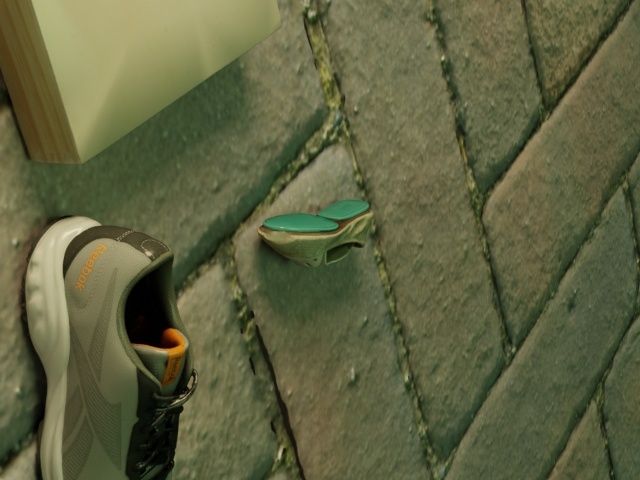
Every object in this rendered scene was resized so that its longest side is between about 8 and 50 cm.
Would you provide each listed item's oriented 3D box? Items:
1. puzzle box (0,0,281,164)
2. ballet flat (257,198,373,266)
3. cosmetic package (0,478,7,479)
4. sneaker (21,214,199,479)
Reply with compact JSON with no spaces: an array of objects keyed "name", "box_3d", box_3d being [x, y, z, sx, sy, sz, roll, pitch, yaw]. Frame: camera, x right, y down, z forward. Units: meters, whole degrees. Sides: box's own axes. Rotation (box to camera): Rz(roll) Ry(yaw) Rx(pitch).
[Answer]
[{"name":"puzzle box","box_3d":[-0.157,-0.292,0.943,0.272,0.052,0.409,-42,128,-47]},{"name":"ballet flat","box_3d":[0.000,0.000,1.226,0.168,0.057,0.052,-15,116,-56]},{"name":"cosmetic package","box_3d":[-0.257,0.190,0.778,0.231,0.117,0.085,-1,96,-59]},{"name":"sneaker","box_3d":[-0.138,0.118,0.969,0.100,0.108,0.271,-32,121,-54]}]
